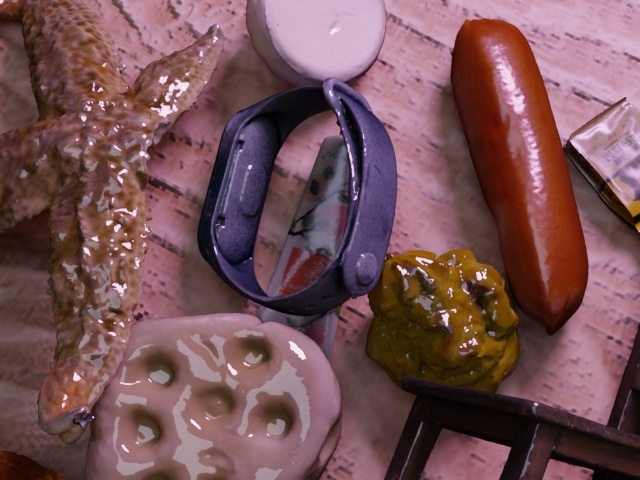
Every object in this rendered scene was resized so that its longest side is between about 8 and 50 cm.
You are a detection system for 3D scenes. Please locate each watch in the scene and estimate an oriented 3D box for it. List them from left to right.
[{"bbox_3d":[-0.016,-0.040,1.138,0.193,0.068,0.206,11,81,41],"label":"watch"}]

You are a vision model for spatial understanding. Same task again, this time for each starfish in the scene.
[{"bbox_3d":[-0.258,-0.052,1.151,0.323,0.082,0.432,11,67,20],"label":"starfish"}]

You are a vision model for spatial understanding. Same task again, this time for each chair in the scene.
[{"bbox_3d":[0.194,0.142,0.993,0.240,0.203,0.416,18,82,-20],"label":"chair"}]

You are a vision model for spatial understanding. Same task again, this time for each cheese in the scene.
[{"bbox_3d":[-0.096,0.161,1.107,0.235,0.117,0.218,-35,74,-6],"label":"cheese"}]

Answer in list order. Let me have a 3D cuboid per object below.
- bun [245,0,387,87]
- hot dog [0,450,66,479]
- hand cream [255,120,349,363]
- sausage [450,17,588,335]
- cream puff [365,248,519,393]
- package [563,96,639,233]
[{"bbox_3d":[-0.014,-0.206,1.223,0.138,0.094,0.138,0,90,-32],"label":"bun"},{"bbox_3d":[-0.318,0.267,1.083,0.272,0.122,0.196,3,79,13],"label":"hot dog"},{"bbox_3d":[0.000,0.000,1.189,0.080,0.050,0.234,16,82,3],"label":"hand cream"},{"bbox_3d":[0.181,-0.063,1.172,0.083,0.089,0.300,-11,74,-7],"label":"sausage"},{"bbox_3d":[0.106,0.067,1.126,0.146,0.116,0.146,-1,71,4],"label":"cream puff"},{"bbox_3d":[0.287,-0.060,1.187,0.071,0.047,0.131,-37,77,-10],"label":"package"}]
